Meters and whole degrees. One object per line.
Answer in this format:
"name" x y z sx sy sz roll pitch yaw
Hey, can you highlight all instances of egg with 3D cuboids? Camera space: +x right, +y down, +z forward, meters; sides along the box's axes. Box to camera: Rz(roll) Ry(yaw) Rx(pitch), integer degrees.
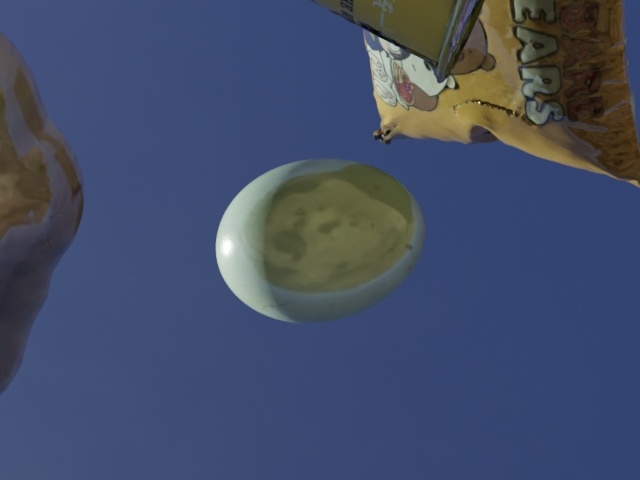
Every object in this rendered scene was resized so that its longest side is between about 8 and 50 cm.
"egg" 0.000 0.000 1.352 0.192 0.149 0.149 -10 -105 4

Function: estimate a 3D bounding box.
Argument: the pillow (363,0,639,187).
"pillow" 0.151 -0.207 1.346 0.119 0.312 0.310 -35 -54 -42

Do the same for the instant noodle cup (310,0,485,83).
"instant noodle cup" 0.024 -0.180 0.678 0.144 0.182 0.182 21 -110 5

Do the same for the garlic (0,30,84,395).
"garlic" -0.291 -0.032 0.866 0.318 0.259 0.317 -7 -77 -29
